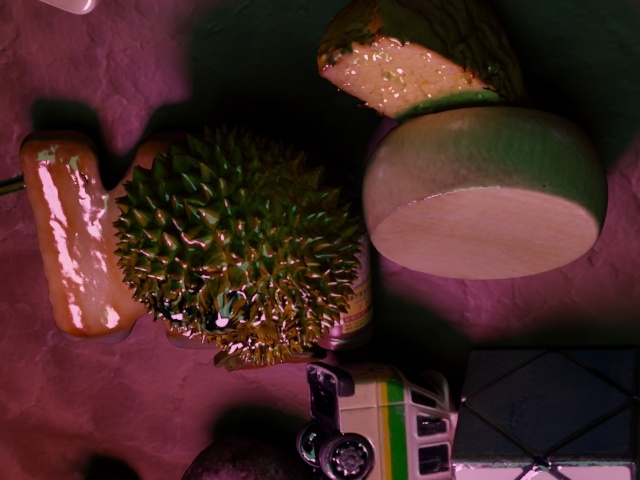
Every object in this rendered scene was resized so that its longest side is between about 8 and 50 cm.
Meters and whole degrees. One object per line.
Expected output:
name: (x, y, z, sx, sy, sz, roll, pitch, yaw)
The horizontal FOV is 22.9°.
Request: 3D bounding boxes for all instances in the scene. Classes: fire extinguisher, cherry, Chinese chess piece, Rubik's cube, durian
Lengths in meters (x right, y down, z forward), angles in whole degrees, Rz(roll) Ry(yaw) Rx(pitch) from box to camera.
fire extinguisher: (0.003, 0.004, 1.755, 0.106, 0.075, 0.252, -3, 124, 2)
cherry: (-0.082, 0.335, 1.941, 0.195, 0.195, 0.195, 7, 124, 10)
Chinese chess piece: (0.166, -0.046, 1.605, 0.250, 0.101, 0.250, 0, 158, 0)
Rubik's cube: (0.268, 0.259, 1.786, 0.205, 0.205, 0.207, -3, 121, 16)
durian: (-0.086, 0.001, 1.631, 0.291, 0.225, 0.291, 16, 167, 4)

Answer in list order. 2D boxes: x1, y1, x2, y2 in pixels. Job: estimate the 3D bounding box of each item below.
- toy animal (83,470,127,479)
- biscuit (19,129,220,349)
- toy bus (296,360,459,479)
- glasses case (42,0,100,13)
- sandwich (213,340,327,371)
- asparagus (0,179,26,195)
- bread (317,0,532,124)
toy animal: (-0.257, 0.410, 2.053, 0.114, 0.146, 0.245, 5, 123, 33)
biscuit: (-0.214, 0.000, 1.818, 0.236, 0.062, 0.291, 0, 124, 12)
toy bus: (0.076, 0.289, 1.822, 0.179, 0.143, 0.306, -4, 92, -14)
glasses case: (-0.242, -0.384, 1.563, 0.131, 0.070, 0.313, 22, 125, -1)
sandwich: (-0.060, 0.132, 1.860, 0.135, 0.029, 0.067, -11, 157, -4)
asparagus: (-0.389, -0.055, 1.854, 0.114, 0.014, 0.015, -14, 140, 21)
bread: (0.100, -0.189, 1.556, 0.143, 0.140, 0.229, -22, 148, 32)
